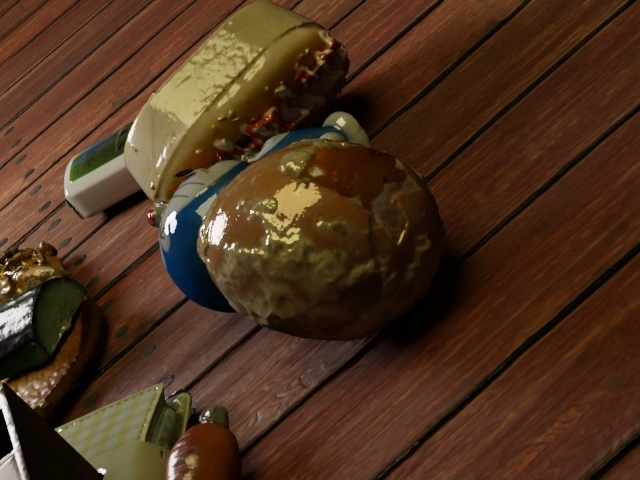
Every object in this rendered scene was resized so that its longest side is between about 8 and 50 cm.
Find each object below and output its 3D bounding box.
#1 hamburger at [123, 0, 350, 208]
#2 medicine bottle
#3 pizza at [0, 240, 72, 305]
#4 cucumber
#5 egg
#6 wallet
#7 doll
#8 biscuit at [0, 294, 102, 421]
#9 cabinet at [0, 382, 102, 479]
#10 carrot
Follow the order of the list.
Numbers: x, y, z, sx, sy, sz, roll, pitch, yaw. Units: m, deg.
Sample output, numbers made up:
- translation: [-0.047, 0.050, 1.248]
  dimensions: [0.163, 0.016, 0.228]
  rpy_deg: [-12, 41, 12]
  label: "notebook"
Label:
- translation: [-0.093, -0.144, 1.638]
  dimensions: [0.295, 0.151, 0.227]
  rpy_deg: [-49, -8, -11]
  label: "hamburger"
- translation: [-0.243, -0.119, 1.883]
  dimensions: [0.219, 0.078, 0.115]
  rpy_deg: [-27, 29, 23]
  label: "medicine bottle"
- translation: [-0.401, 0.049, 1.785]
  dimensions: [0.147, 0.069, 0.226]
  rpy_deg: [-30, 12, -11]
  label: "pizza"
- translation: [-0.348, 0.098, 1.636]
  dimensions: [0.115, 0.062, 0.116]
  rpy_deg: [-26, 27, 29]
  label: "cucumber"
- translation: [0.000, 0.000, 1.293]
  dimensions: [0.233, 0.195, 0.195]
  rpy_deg: [7, 47, 18]
  label: "egg"
- translation: [-0.228, 0.273, 1.312]
  dimensions: [0.223, 0.077, 0.309]
  rpy_deg: [-32, 28, 21]
  label: "wallet"
- translation: [-0.061, -0.042, 1.474]
  dimensions: [0.257, 0.161, 0.215]
  rpy_deg: [-44, -2, -33]
  label: "doll"
- translation: [-0.382, 0.175, 1.665]
  dimensions: [0.305, 0.038, 0.305]
  rpy_deg: [-29, 28, 17]
  label: "biscuit"
- translation: [-0.271, 0.258, 1.143]
  dimensions: [0.175, 0.148, 0.215]
  rpy_deg: [-40, 31, -1]
  label: "cabinet"
- translation: [-0.119, 0.275, 1.185]
  dimensions: [0.069, 0.069, 0.336]
  rpy_deg: [-21, 38, 30]
  label: "carrot"
